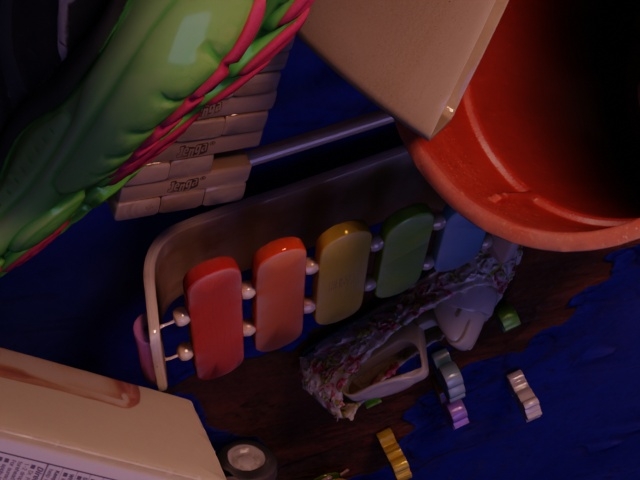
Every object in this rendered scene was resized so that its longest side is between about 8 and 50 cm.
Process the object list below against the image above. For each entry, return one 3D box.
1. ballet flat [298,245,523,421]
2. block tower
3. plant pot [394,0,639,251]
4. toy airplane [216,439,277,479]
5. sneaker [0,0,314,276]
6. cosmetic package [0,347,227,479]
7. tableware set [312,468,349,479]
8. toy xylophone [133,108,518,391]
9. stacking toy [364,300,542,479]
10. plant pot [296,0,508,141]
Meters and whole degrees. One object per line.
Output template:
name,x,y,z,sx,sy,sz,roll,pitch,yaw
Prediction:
ballet flat,0.090,0.080,1.314,0.241,0.077,0.091,-36,147,13
block tower,-0.068,-0.146,0.855,0.097,0.091,0.335,-11,146,-25
plant pot,0.227,-0.122,0.967,0.272,0.272,0.265,-45,152,27
toy airplane,-0.178,0.338,1.303,0.384,0.272,0.386,-44,128,8
sneaker,-0.194,-0.090,0.795,0.483,0.202,0.185,-34,-176,38
cosmetic package,-0.235,0.162,1.035,0.296,0.129,0.153,21,107,-26
tableware set,-0.002,0.279,1.592,0.104,0.024,0.154,-32,149,14
toy xylophone,0.000,0.000,1.100,0.322,0.081,0.236,-23,158,-4
stacking toy,0.128,0.152,1.472,0.167,0.052,0.221,-25,148,-4
plant pot,0.048,-0.131,0.848,0.109,0.096,0.109,-66,174,15
